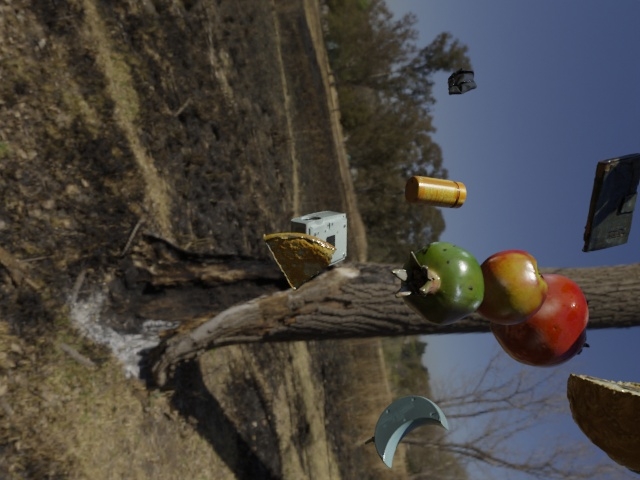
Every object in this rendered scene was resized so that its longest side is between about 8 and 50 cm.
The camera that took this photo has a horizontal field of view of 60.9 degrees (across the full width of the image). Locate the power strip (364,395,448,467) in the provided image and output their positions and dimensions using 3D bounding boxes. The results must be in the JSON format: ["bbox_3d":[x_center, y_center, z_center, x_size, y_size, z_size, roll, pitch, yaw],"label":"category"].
[{"bbox_3d":[0.201,0.462,1.337,0.044,0.216,0.137,47,13,-36],"label":"power strip"}]

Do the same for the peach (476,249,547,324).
[{"bbox_3d":[0.473,0.125,1.390,0.197,0.197,0.197,-9,90,-84],"label":"peach"}]

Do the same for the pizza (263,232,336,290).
[{"bbox_3d":[-0.040,0.034,0.903,0.026,0.122,0.109,-81,-177,-61],"label":"pizza"}]

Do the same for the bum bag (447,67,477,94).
[{"bbox_3d":[0.437,-0.495,1.693,0.198,0.087,0.049,-71,148,-57],"label":"bum bag"}]

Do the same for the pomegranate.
[{"bbox_3d":[0.239,0.089,1.143,0.224,0.181,0.182,6,73,-49],"label":"pomegranate"}]

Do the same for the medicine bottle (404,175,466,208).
[{"bbox_3d":[0.392,-0.164,1.860,0.096,0.191,0.096,-176,-90,-67],"label":"medicine bottle"}]

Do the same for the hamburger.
[{"bbox_3d":[0.761,0.457,1.316,0.162,0.329,0.209,8,88,-46],"label":"hamburger"}]

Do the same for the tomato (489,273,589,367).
[{"bbox_3d":[0.728,0.268,1.822,0.321,0.321,0.322,-9,90,-84],"label":"tomato"}]

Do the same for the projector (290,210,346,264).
[{"bbox_3d":[0.000,0.000,1.213,0.147,0.061,0.115,-17,111,-51],"label":"projector"}]

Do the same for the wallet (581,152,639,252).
[{"bbox_3d":[0.934,-0.116,1.738,0.044,0.168,0.317,-124,-154,-59],"label":"wallet"}]
